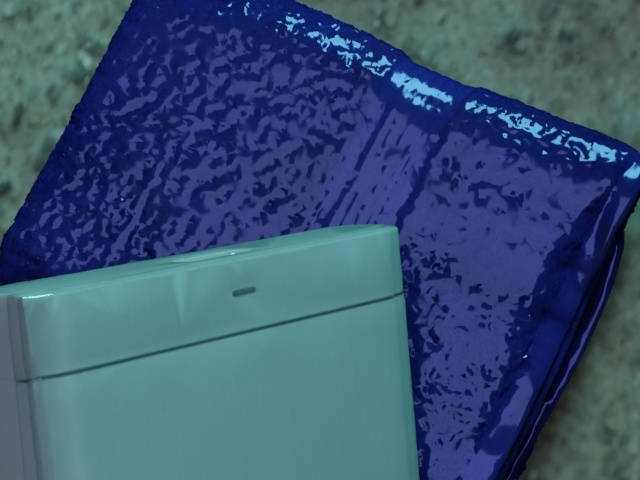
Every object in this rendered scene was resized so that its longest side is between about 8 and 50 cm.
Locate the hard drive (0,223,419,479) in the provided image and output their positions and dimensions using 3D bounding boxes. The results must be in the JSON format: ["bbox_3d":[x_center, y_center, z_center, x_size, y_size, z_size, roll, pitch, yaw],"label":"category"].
[{"bbox_3d":[-0.036,0.181,0.781,0.047,0.233,0.353,1,98,42],"label":"hard drive"}]

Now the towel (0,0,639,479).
[{"bbox_3d":[0.000,0.000,0.943,0.308,0.076,0.227,26,82,15],"label":"towel"}]
